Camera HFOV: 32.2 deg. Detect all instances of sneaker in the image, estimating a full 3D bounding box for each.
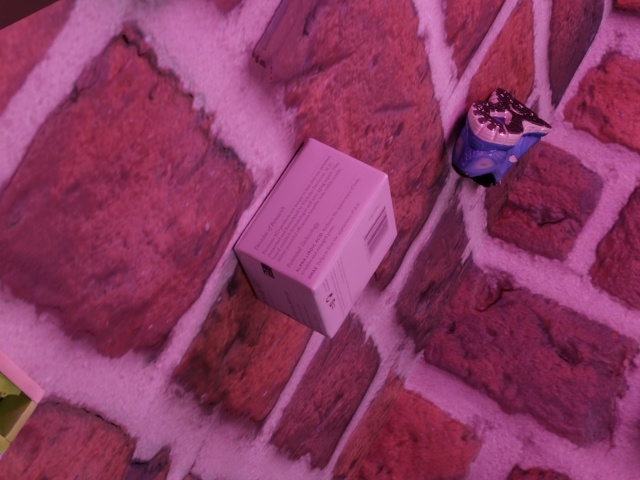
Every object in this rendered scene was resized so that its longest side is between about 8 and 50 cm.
[{"bbox_3d":[0.318,-0.186,2.047,0.147,0.130,0.330,-56,162,26],"label":"sneaker"}]

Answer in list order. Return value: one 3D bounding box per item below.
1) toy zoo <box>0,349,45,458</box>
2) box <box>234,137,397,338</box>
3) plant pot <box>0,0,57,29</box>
[{"bbox_3d":[-0.353,0.211,0.907,0.293,0.030,0.192,-57,160,-19],"label":"toy zoo"},{"bbox_3d":[0.000,0.000,1.417,0.182,0.119,0.181,-57,160,-17],"label":"box"},{"bbox_3d":[-0.149,-0.201,0.392,0.280,0.323,0.323,-33,-178,37],"label":"plant pot"}]
